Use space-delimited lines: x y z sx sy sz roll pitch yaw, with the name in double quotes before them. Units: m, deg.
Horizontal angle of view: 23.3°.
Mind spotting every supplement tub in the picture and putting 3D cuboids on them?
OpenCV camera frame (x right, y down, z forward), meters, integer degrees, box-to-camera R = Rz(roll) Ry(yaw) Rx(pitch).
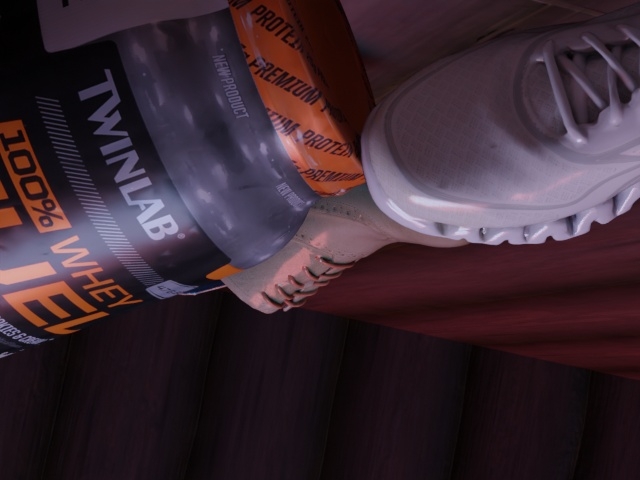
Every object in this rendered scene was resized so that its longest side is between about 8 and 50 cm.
"supplement tub" -0.140 -0.050 0.796 0.316 0.193 0.193 -21 163 13

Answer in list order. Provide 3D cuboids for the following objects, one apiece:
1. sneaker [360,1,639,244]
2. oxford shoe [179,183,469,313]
"sneaker" 0.160 -0.076 0.707 0.292 0.110 0.118 -13 162 -1
"oxford shoe" 0.000 0.000 1.419 0.140 0.146 0.397 18 169 -38
